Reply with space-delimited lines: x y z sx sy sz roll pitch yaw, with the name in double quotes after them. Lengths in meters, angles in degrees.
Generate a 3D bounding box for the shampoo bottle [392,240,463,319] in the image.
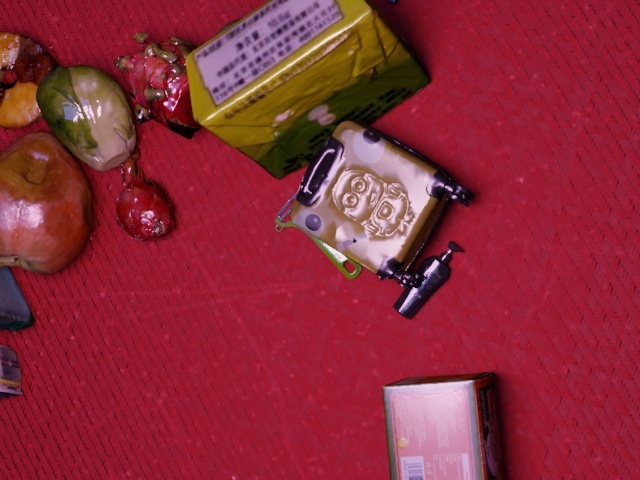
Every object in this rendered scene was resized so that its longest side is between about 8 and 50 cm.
0.166 0.059 1.795 0.048 0.027 0.137 37 98 2 "shampoo bottle"

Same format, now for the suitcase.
0.089 -0.056 1.764 0.235 0.143 0.194 32 97 15 "suitcase"

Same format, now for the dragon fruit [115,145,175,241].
-0.299 -0.073 1.919 0.094 0.094 0.190 -33 57 12 "dragon fruit"

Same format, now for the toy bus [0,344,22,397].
-0.643 0.232 1.996 0.268 0.092 0.106 -5 76 17 "toy bus"

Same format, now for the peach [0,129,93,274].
-0.476 -0.067 1.900 0.214 0.214 0.235 -4 66 16 "peach"

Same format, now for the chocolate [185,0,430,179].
-0.022 -0.250 1.738 0.301 0.289 0.137 -32 68 12 "chocolate"

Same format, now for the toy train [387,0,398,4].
0.127 -0.414 1.837 0.017 0.017 0.083 24 94 23 "toy train"

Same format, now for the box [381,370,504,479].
0.186 0.296 1.700 0.148 0.177 0.194 -7 85 17 "box"

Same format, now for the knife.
-0.001 0.000 1.851 0.166 0.022 0.078 46 105 14 "knife"

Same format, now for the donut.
-0.522 -0.270 1.990 0.184 0.073 0.166 5 89 17 "donut"

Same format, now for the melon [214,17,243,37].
-0.108 -0.306 1.859 0.131 0.098 0.098 12 91 21 "melon"

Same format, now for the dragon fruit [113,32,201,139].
-0.245 -0.252 1.867 0.172 0.166 0.160 33 141 45 "dragon fruit"

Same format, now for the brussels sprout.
-0.379 -0.205 1.879 0.131 0.145 0.183 -32 59 -32 "brussels sprout"

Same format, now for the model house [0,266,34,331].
-0.661 0.092 1.893 0.249 0.280 0.230 -33 71 5 "model house"
